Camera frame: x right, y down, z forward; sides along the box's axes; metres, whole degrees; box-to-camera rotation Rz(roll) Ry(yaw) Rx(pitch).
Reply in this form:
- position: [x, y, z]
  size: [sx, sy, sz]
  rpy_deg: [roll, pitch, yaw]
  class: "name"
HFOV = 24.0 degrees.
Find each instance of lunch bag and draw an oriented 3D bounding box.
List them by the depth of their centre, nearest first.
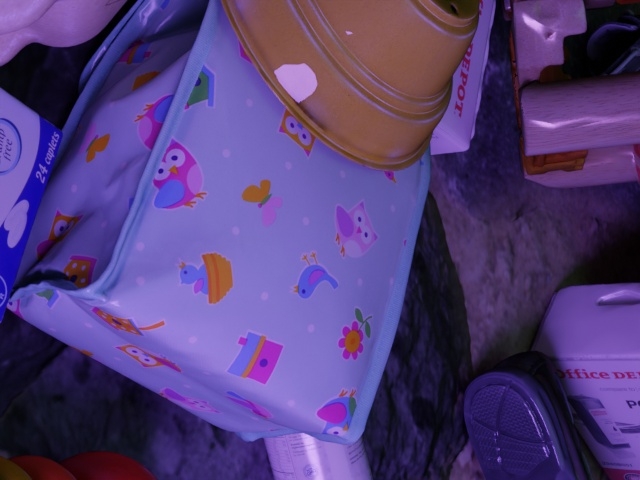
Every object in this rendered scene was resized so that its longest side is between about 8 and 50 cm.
- position: [-0.051, -0.032, 0.957]
  size: [0.223, 0.160, 0.262]
  rpy_deg: [33, 66, -32]
  class: "lunch bag"

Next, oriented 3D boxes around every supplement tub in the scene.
- position: [-0.004, 0.145, 1.084]
  size: [0.071, 0.071, 0.107]
  rpy_deg: [-26, 106, -49]
  class: "supplement tub"

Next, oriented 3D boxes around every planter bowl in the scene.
- position: [0.036, -0.159, 0.941]
  size: [0.217, 0.090, 0.217]
  rpy_deg: [34, 41, -35]
  class: "planter bowl"

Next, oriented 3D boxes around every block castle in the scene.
- position: [0.247, -0.273, 1.219]
  size: [0.303, 0.213, 0.453]
  rpy_deg: [36, 49, -81]
  class: "block castle"

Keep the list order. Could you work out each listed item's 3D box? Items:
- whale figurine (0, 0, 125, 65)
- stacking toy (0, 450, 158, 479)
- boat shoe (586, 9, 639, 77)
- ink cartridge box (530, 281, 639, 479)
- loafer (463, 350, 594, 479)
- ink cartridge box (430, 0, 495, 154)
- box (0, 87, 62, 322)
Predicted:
- position: [-0.151, -0.192, 0.826]
  size: [0.141, 0.216, 0.272]
  rpy_deg: [41, 18, -9]
  class: "whale figurine"
- position: [-0.205, 0.161, 0.808]
  size: [0.330, 0.141, 0.141]
  rpy_deg: [7, 80, -58]
  class: "stacking toy"
- position: [0.314, -0.181, 1.493]
  size: [0.102, 0.108, 0.301]
  rpy_deg: [42, 44, -3]
  class: "boat shoe"
- position: [0.316, 0.143, 1.407]
  size: [0.218, 0.159, 0.092]
  rpy_deg: [56, 48, -31]
  class: "ink cartridge box"
- position: [0.212, 0.241, 1.316]
  size: [0.095, 0.109, 0.302]
  rpy_deg: [-30, 106, -53]
  class: "loafer"
- position: [0.023, -0.185, 1.129]
  size: [0.237, 0.100, 0.172]
  rpy_deg: [31, 62, -44]
  class: "ink cartridge box"
- position: [-0.227, -0.034, 0.829]
  size: [0.137, 0.072, 0.126]
  rpy_deg: [36, 59, -42]
  class: "box"
